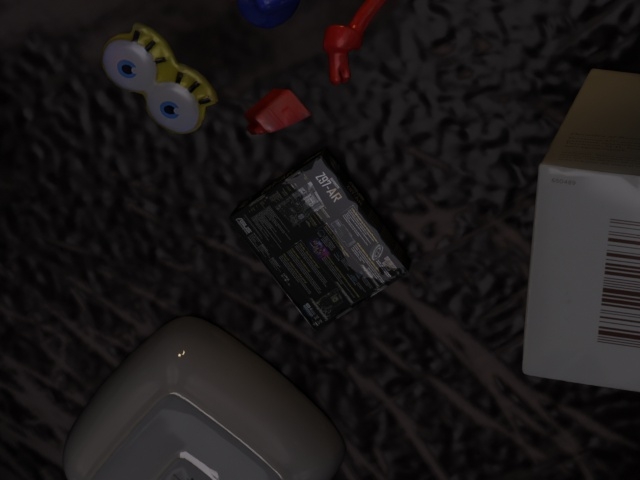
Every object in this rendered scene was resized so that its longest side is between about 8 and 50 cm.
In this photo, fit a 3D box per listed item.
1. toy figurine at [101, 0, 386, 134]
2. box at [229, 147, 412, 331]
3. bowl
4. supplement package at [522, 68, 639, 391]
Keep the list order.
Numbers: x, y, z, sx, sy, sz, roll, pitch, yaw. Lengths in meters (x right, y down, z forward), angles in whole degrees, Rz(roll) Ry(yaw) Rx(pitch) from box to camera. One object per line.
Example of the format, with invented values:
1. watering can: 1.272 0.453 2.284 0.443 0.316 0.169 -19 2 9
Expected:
1. toy figurine: -0.072 -0.214 0.678 0.191 0.217 0.362 -37 102 -6
2. box: 0.000 0.000 0.880 0.067 0.018 0.083 -34 101 19
3. bowl: -0.074 0.131 0.924 0.142 0.053 0.142 40 111 -5
4. supplement package: 0.165 -0.009 0.759 0.105 0.179 0.105 7 112 15
